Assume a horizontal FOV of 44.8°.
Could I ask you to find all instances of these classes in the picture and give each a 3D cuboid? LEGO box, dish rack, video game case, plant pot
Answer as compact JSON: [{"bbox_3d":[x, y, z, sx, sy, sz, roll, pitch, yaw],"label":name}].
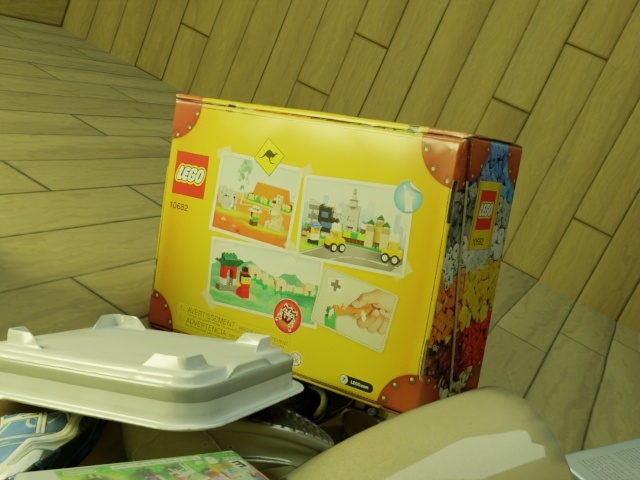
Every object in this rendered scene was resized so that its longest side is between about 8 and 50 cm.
[{"bbox_3d":[0.000,0.000,1.159,0.500,0.372,0.193,14,9,32],"label":"LEGO box"},{"bbox_3d":[-0.210,0.143,0.919,0.333,0.072,0.285,5,1,23],"label":"dish rack"},{"bbox_3d":[-0.106,0.224,0.613,0.212,0.023,0.193,7,8,-41],"label":"video game case"},{"bbox_3d":[0.094,0.306,0.856,0.274,0.256,0.256,-3,27,-24],"label":"plant pot"}]

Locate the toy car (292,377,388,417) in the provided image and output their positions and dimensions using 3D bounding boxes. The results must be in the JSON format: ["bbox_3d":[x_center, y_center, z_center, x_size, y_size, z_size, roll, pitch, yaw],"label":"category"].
[{"bbox_3d":[-0.012,0.206,1.291,0.239,0.053,0.225,13,20,-35],"label":"toy car"}]

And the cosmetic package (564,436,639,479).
[{"bbox_3d":[0.500,0.423,1.136,0.453,0.161,0.230,7,23,-45],"label":"cosmetic package"}]

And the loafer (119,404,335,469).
[{"bbox_3d":[-0.114,0.244,0.938,0.268,0.092,0.102,14,2,-11],"label":"loafer"}]

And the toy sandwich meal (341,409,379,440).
[{"bbox_3d":[0.062,0.290,1.179,0.085,0.029,0.085,26,26,-13],"label":"toy sandwich meal"}]

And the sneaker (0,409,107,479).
[{"bbox_3d":[-0.298,0.208,0.830,0.081,0.080,0.211,31,16,12],"label":"sneaker"}]

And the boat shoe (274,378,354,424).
[{"bbox_3d":[-0.018,0.233,1.115,0.223,0.080,0.073,0,-11,-45],"label":"boat shoe"}]
